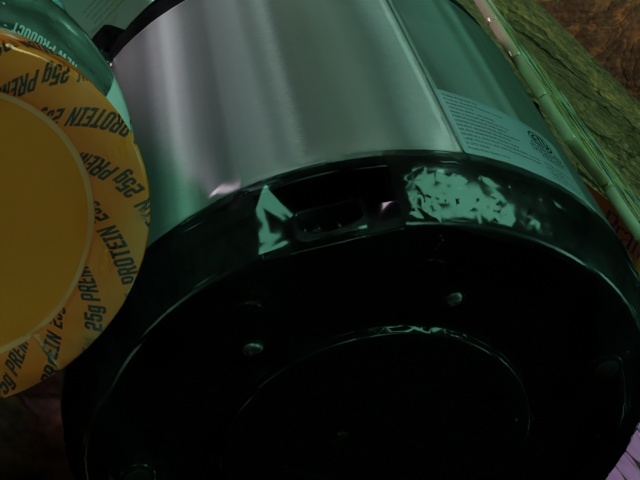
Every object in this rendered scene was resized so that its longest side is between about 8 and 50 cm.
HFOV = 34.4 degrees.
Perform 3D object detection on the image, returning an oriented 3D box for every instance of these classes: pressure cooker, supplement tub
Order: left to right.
[{"bbox_3d":[-0.230,-0.059,0.549,0.207,0.207,0.338,16,11,-38],"label":"supplement tub"},{"bbox_3d":[0.004,-0.004,0.754,0.420,0.376,0.370,-106,172,-49],"label":"pressure cooker"}]

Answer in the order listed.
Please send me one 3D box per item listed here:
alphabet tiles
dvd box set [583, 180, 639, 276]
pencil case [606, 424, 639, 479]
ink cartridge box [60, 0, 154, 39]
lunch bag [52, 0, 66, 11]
[{"bbox_3d":[0.234,-0.068,0.869,0.285,0.011,0.342,40,21,-37],"label":"alphabet tiles"},{"bbox_3d":[0.150,-0.025,1.087,0.420,0.307,0.062,36,67,-9],"label":"dvd box set"},{"bbox_3d":[0.312,0.250,1.089,0.098,0.095,0.209,14,20,26],"label":"pencil case"},{"bbox_3d":[-0.157,-0.206,0.925,0.090,0.092,0.143,-17,76,-55],"label":"ink cartridge box"},{"bbox_3d":[-0.275,-0.216,1.001,0.224,0.108,0.279,52,31,19],"label":"lunch bag"}]
